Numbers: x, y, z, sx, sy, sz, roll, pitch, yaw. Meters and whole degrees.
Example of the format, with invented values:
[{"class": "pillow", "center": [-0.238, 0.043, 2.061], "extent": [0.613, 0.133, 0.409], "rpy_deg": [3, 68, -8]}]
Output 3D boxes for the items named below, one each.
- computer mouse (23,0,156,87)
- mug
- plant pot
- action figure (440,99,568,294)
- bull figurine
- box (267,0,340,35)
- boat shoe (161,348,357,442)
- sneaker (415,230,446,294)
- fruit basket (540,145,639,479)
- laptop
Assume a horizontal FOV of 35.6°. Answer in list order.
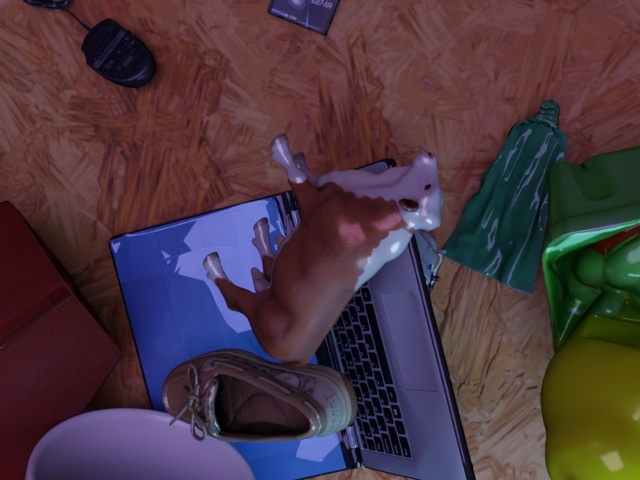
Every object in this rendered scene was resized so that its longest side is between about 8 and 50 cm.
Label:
[{"class": "computer mouse", "center": [-0.315, -0.283, 1.331], "extent": [0.242, 0.041, 0.071], "rpy_deg": [40, 88, 10]}, {"class": "mug", "center": [-0.284, 0.423, 1.206], "extent": [0.276, 0.374, 0.328], "rpy_deg": [39, 122, 44]}, {"class": "plant pot", "center": [-0.408, 0.115, 1.229], "extent": [0.235, 0.267, 0.267], "rpy_deg": [-36, 56, -11]}, {"class": "action figure", "center": [0.251, -0.064, 1.248], "extent": [0.137, 0.063, 0.232], "rpy_deg": [25, 102, 28]}, {"class": "bull figurine", "center": [0.000, 0.000, 1.093], "extent": [0.188, 0.101, 0.310], "rpy_deg": [47, 119, 22]}, {"class": "box", "center": [-0.019, -0.313, 1.298], "extent": [0.083, 0.018, 0.067], "rpy_deg": [23, 96, 5]}, {"class": "boat shoe", "center": [-0.095, 0.191, 1.199], "extent": [0.285, 0.089, 0.105], "rpy_deg": [-6, 97, 35]}, {"class": "sneaker", "center": [0.115, 0.047, 1.260], "extent": [0.115, 0.105, 0.281], "rpy_deg": [-15, 102, -15]}, {"class": "fruit basket", "center": [0.356, 0.122, 1.058], "extent": [0.282, 0.392, 0.392], "rpy_deg": [-12, 92, 7]}, {"class": "laptop", "center": [-0.055, 0.136, 1.227], "extent": [0.236, 0.408, 0.382], "rpy_deg": [-16, 92, -26]}]
